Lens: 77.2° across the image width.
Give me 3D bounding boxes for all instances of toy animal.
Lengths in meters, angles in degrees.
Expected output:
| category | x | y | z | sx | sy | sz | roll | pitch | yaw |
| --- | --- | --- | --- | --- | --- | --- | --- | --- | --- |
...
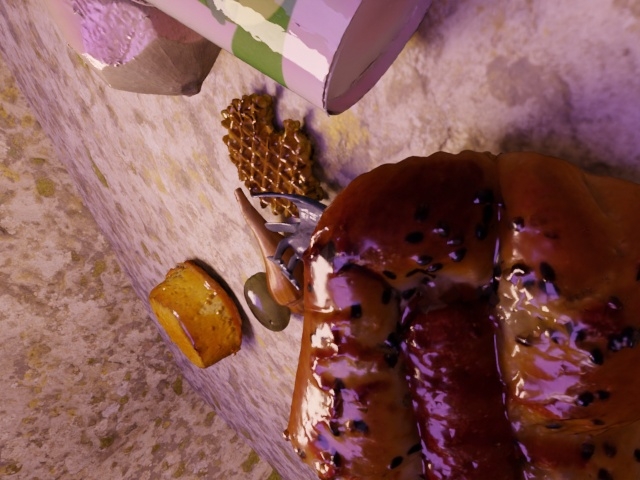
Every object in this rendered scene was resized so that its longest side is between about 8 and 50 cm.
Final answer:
| category | x | y | z | sx | sy | sz | roll | pitch | yaw |
| --- | --- | --- | --- | --- | --- | --- | --- | --- | --- |
| toy animal | 0.000 | 0.000 | 0.680 | 0.255 | 0.176 | 0.239 | 41 | 169 | 45 |

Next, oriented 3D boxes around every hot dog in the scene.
| category | x | y | z | sx | sy | sz | roll | pitch | yaw |
| --- | --- | --- | --- | --- | --- | --- | --- | --- | --- |
| hot dog | 0.154 | 0.092 | 0.407 | 0.368 | 0.196 | 0.365 | 9 | 100 | 14 |

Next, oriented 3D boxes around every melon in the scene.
| category | x | y | z | sx | sy | sz | roll | pitch | yaw |
| --- | --- | --- | --- | --- | --- | --- | --- | --- | --- |
| melon | -0.129 | 0.153 | 0.994 | 0.099 | 0.099 | 0.162 | -9 | 112 | 54 |

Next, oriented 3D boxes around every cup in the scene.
| category | x | y | z | sx | sy | sz | roll | pitch | yaw |
| --- | --- | --- | --- | --- | --- | --- | --- | --- | --- |
| cup | -0.038 | -0.272 | 0.373 | 0.274 | 0.253 | 0.253 | 40 | 146 | 5 |

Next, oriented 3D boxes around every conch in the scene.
| category | x | y | z | sx | sy | sz | roll | pitch | yaw |
| --- | --- | --- | --- | --- | --- | --- | --- | --- | --- |
| conch | -0.078 | 0.034 | 0.818 | 0.093 | 0.109 | 0.330 | -5 | 118 | 31 |

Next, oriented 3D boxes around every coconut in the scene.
| category | x | y | z | sx | sy | sz | roll | pitch | yaw |
| --- | --- | --- | --- | --- | --- | --- | --- | --- | --- |
| coconut | -0.247 | -0.313 | 0.564 | 0.227 | 0.227 | 0.230 | -8 | 112 | 53 |

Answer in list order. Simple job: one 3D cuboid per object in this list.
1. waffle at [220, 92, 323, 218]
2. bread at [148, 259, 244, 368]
| category | x | y | z | sx | sy | sz | roll | pitch | yaw |
| --- | --- | --- | --- | --- | --- | --- | --- | --- | --- |
| waffle | -0.089 | -0.143 | 0.710 | 0.229 | 0.051 | 0.231 | 7 | 127 | 48 |
| bread | -0.419 | 0.250 | 1.349 | 0.337 | 0.204 | 0.358 | -10 | 111 | 49 |
